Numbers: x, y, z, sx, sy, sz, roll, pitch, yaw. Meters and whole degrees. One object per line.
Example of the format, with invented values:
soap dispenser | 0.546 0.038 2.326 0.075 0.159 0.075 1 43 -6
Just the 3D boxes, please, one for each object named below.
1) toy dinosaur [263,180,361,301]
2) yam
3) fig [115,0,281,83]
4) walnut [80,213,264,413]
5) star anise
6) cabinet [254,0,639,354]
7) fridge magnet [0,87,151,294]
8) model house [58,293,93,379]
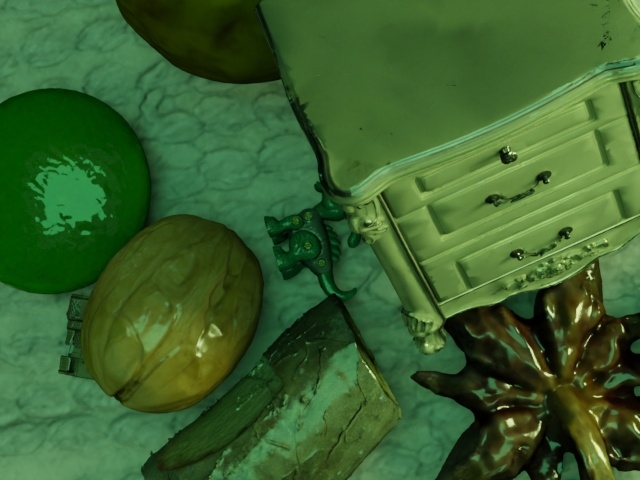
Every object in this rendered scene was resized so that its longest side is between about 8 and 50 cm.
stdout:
toy dinosaur | 0.000 0.000 1.739 0.096 0.059 0.132 -20 76 2
yam | -0.035 0.186 1.689 0.254 0.154 0.154 -42 81 2
fig | -0.041 -0.312 1.644 0.343 0.343 0.343 -1 86 10
walnut | -0.141 0.070 1.705 0.159 0.159 0.207 25 68 11
star anise | 0.227 0.158 1.661 0.292 0.109 0.350 0 86 18
cabinet | 0.148 -0.097 1.551 0.290 0.318 0.227 -24 56 4
fridge magnet | -0.269 -0.049 1.770 0.208 0.088 0.208 0 87 9
model house | -0.223 0.099 1.770 0.058 0.057 0.083 10 86 15
